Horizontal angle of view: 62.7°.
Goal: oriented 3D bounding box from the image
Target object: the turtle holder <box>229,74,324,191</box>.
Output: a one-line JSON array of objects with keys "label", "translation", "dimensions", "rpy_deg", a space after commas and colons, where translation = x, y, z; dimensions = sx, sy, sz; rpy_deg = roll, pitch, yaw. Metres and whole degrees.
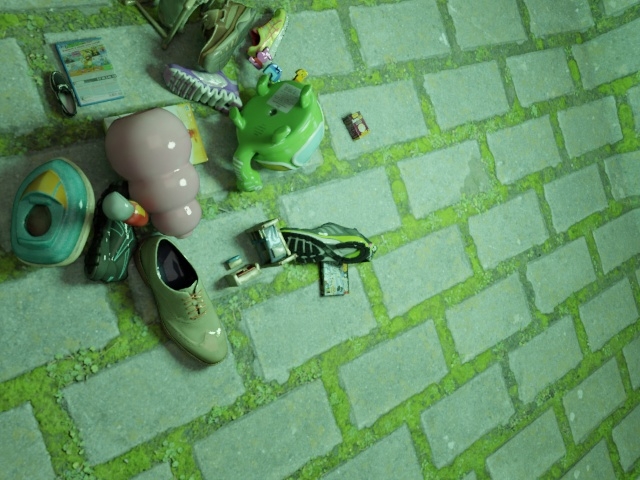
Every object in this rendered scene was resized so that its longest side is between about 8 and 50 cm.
[{"label": "turtle holder", "translation": [-0.114, -0.294, 1.523], "dimensions": [0.227, 0.243, 0.320], "rpy_deg": [56, 40, -58]}]

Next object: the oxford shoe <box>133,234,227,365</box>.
[{"label": "oxford shoe", "translation": [-0.356, 0.166, 1.380], "dimensions": [0.140, 0.146, 0.397], "rpy_deg": [-37, 104, -30]}]

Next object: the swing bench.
[{"label": "swing bench", "translation": [-0.359, -0.694, 1.418], "dimensions": [0.165, 0.253, 0.254], "rpy_deg": [49, 64, -17]}]

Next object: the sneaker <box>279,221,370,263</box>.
[{"label": "sneaker", "translation": [0.000, 0.000, 1.643], "dimensions": [0.300, 0.121, 0.111], "rpy_deg": [8, 123, -16]}]

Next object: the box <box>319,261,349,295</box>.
[{"label": "box", "translation": [0.045, 0.107, 1.694], "dimensions": [0.094, 0.027, 0.137], "rpy_deg": [0, 84, -29]}]

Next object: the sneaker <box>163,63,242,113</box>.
[{"label": "sneaker", "translation": [-0.331, -0.454, 1.507], "dimensions": [0.236, 0.095, 0.104], "rpy_deg": [17, 69, -33]}]

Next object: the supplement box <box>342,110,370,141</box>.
[{"label": "supplement box", "translation": [0.124, -0.389, 1.789], "dimensions": [0.055, 0.043, 0.083], "rpy_deg": [-36, 102, -27]}]

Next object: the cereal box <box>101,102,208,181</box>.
[{"label": "cereal box", "translation": [-0.448, -0.269, 1.434], "dimensions": [0.240, 0.047, 0.173], "rpy_deg": [-22, 98, -31]}]

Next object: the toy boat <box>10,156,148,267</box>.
[{"label": "toy boat", "translation": [-0.570, -0.071, 1.218], "dimensions": [0.318, 0.148, 0.267], "rpy_deg": [0, 79, 5]}]

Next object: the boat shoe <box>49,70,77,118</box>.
[{"label": "boat shoe", "translation": [-0.651, -0.373, 1.333], "dimensions": [0.046, 0.038, 0.125], "rpy_deg": [-17, 93, -31]}]

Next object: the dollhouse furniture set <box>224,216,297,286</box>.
[{"label": "dollhouse furniture set", "translation": [-0.189, 0.034, 1.505], "dimensions": [0.184, 0.129, 0.129], "rpy_deg": [-29, 99, -30]}]

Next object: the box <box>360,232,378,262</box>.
[{"label": "box", "translation": [0.136, 0.025, 1.743], "dimensions": [0.083, 0.052, 0.062], "rpy_deg": [39, 67, -20]}]

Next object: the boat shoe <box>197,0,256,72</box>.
[{"label": "boat shoe", "translation": [-0.290, -0.592, 1.504], "dimensions": [0.116, 0.123, 0.324], "rpy_deg": [29, 44, -11]}]

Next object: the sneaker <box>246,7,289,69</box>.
[{"label": "sneaker", "translation": [-0.166, -0.643, 1.627], "dimensions": [0.094, 0.081, 0.208], "rpy_deg": [26, 72, -23]}]

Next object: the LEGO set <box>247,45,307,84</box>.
[{"label": "LEGO set", "translation": [-0.101, -0.502, 1.599], "dimensions": [0.093, 0.087, 0.227], "rpy_deg": [-48, 126, 4]}]

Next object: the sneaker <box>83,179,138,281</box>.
[{"label": "sneaker", "translation": [-0.525, -0.022, 1.349], "dimensions": [0.106, 0.101, 0.267], "rpy_deg": [19, 77, -46]}]

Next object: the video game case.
[{"label": "video game case", "translation": [-0.605, -0.444, 1.382], "dimensions": [0.119, 0.015, 0.166], "rpy_deg": [-23, 96, -30]}]

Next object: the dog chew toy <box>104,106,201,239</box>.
[{"label": "dog chew toy", "translation": [-0.402, -0.159, 1.325], "dimensions": [0.207, 0.207, 0.331], "rpy_deg": [-29, 115, -30]}]
